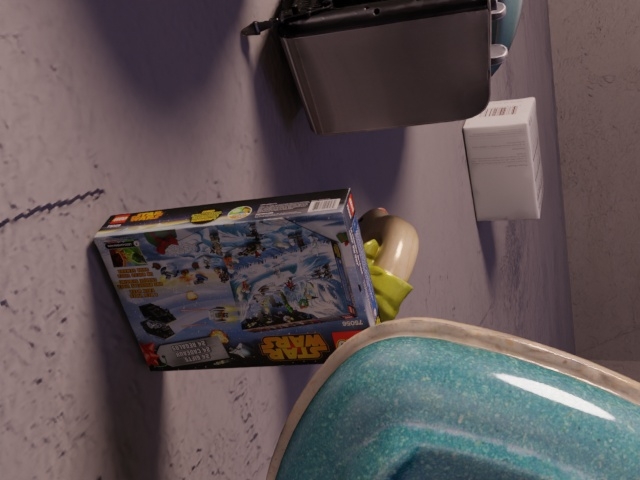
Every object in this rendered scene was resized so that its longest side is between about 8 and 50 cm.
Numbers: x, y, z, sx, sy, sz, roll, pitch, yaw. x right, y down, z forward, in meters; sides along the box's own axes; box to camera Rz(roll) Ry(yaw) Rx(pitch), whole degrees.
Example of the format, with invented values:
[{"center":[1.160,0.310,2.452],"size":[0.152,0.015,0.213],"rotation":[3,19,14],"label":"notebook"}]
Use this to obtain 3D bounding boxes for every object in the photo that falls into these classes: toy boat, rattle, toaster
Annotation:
[{"center":[0.076,0.208,0.362],"size":[0.148,0.268,0.318],"rotation":[-26,137,-74],"label":"toy boat"},{"center":[0.000,0.000,0.669],"size":[0.199,0.143,0.130],"rotation":[-84,-166,-57],"label":"rattle"},{"center":[0.054,-0.178,0.642],"size":[0.168,0.186,0.110],"rotation":[-78,157,-48],"label":"toaster"}]

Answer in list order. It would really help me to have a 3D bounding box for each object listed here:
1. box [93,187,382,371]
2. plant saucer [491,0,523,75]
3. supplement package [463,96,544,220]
[{"center":[-0.041,0.025,0.425],"size":[0.027,0.137,0.093],"rotation":[-70,150,-56],"label":"box"},{"center":[0.138,-0.312,0.808],"size":[0.317,0.044,0.317],"rotation":[166,-90,-85],"label":"plant saucer"},{"center":[0.307,-0.133,1.317],"size":[0.105,0.105,0.179],"rotation":[-60,142,-52],"label":"supplement package"}]
